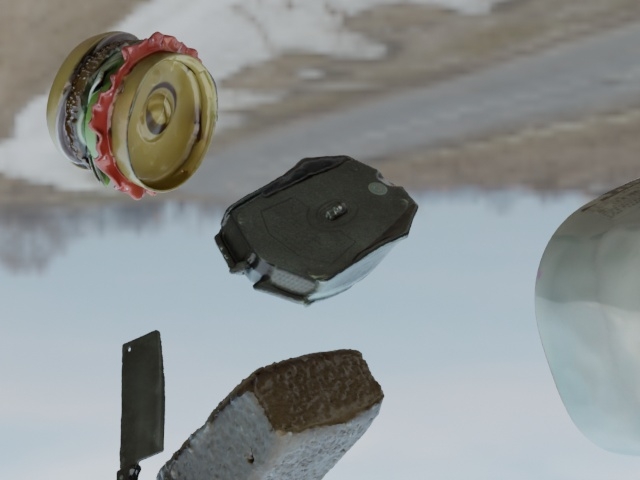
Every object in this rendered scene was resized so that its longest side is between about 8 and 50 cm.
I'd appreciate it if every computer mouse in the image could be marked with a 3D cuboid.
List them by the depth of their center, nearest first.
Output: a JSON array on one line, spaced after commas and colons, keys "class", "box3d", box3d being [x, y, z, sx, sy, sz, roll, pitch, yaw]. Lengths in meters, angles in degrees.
[{"class": "computer mouse", "box3d": [-0.002, 0.001, 1.784, 0.126, 0.071, 0.231, 36, -138, 19]}]

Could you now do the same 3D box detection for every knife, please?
[{"class": "knife", "box3d": [-0.194, 0.213, 2.156, 0.072, 0.245, 0.019, -24, 146, 38]}]

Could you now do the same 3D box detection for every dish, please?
[{"class": "dish", "box3d": [0.315, 0.064, 1.686, 0.256, 0.256, 0.117, -1, -178, -27]}]

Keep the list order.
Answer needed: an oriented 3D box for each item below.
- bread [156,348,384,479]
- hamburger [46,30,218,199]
[{"class": "bread", "box3d": [-0.102, 0.269, 2.181, 0.165, 0.113, 0.416, -14, 154, -45]}, {"class": "hamburger", "box3d": [-0.196, -0.131, 1.998, 0.137, 0.175, 0.175, 18, -168, 35]}]
